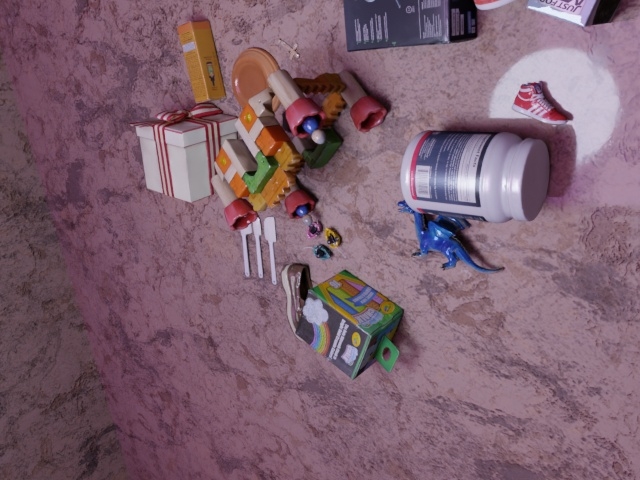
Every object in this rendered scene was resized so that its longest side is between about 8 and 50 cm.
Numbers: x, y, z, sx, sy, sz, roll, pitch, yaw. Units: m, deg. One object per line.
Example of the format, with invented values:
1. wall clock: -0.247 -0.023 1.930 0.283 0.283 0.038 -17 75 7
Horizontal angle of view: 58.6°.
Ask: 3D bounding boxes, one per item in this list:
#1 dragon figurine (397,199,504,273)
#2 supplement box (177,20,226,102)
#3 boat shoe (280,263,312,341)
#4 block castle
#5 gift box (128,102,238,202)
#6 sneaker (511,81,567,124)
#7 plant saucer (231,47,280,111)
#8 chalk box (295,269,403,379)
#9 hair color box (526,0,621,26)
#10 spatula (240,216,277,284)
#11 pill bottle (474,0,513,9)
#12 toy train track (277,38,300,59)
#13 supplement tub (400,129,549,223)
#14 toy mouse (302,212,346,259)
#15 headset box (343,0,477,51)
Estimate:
1. dragon figurine: 0.304 -0.013 1.386 0.289 0.085 0.144 24 123 33
2. supplement box: -0.362 -0.544 1.744 0.080 0.078 0.233 -1 107 41
3. boat shoe: -0.052 0.198 1.784 0.095 0.095 0.257 -7 103 37
4. block castle: -0.063 -0.209 1.468 0.212 0.303 0.453 58 135 19
5. gift box: -0.431 -0.290 1.791 0.277 0.255 0.258 16 120 29
6. sneaker: 0.455 -0.283 1.168 0.118 0.042 0.067 31 129 31
7. plant saucer: -0.193 -0.456 1.661 0.200 0.037 0.199 17 119 34
8. chalk box: 0.105 0.250 1.611 0.289 0.179 0.180 35 127 24
9. hair color box: 0.487 -0.554 0.923 0.114 0.185 0.374 33 127 25
10. spatula: -0.207 0.022 1.897 0.168 0.019 0.241 12 116 31
11. pill bottle: 0.316 -0.562 1.065 0.124 0.124 0.221 -4 129 42
12. toy train track: -0.089 -0.525 1.557 0.083 0.014 0.048 44 131 19
13. supplement tub: 0.330 -0.140 1.235 0.272 0.191 0.191 11 115 38
14. toy mouse: 0.000 0.000 1.694 0.143 0.031 0.161 -30 87 44
15. headset box: 0.179 -0.545 1.234 0.283 0.131 0.246 9 114 39
